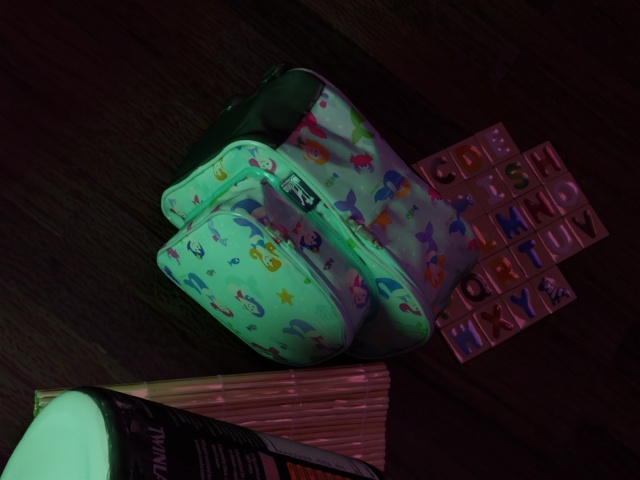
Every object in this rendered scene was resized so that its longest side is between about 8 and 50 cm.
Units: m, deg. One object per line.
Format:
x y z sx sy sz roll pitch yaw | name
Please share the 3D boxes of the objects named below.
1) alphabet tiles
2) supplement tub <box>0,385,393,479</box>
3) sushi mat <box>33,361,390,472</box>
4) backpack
0.175 -0.009 1.476 0.237 0.009 0.198 -26 79 -29 | alphabet tiles
-0.067 0.247 1.124 0.338 0.207 0.207 21 60 -31 | supplement tub
-0.088 0.188 1.239 0.316 0.019 0.151 -3 99 -23 | sushi mat
0.000 0.000 1.278 0.253 0.225 0.191 37 62 -15 | backpack
